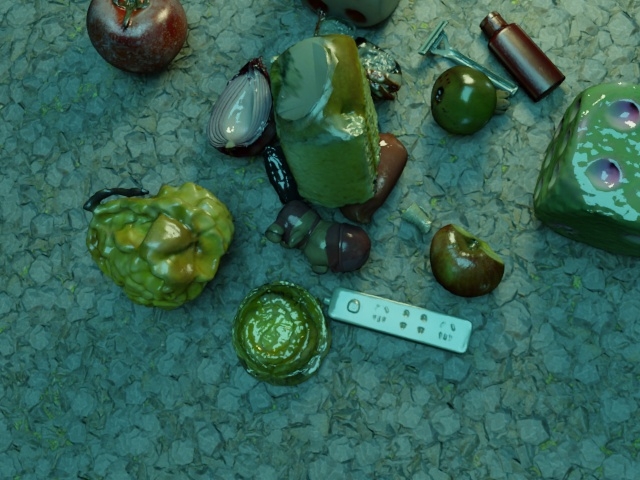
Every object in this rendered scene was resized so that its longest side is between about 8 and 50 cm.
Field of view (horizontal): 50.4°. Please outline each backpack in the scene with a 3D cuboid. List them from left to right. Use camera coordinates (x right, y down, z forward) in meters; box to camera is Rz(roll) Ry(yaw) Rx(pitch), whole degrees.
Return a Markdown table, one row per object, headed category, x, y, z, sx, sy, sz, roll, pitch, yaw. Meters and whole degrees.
| category | x | y | z | sx | sy | sz | roll | pitch | yaw |
| --- | --- | --- | --- | --- | --- | --- | --- | --- | --- |
| backpack | -0.085 | -0.177 | 1.816 | 0.120 | 0.106 | 0.165 | -12 | 95 | -15 |

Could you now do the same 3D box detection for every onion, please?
| category | x | y | z | sx | sy | sz | roll | pitch | yaw |
| --- | --- | --- | --- | --- | --- | --- | --- | --- | --- |
| onion | -0.181 | -0.354 | 1.839 | 0.227 | 0.120 | 0.283 | 13 | 83 | 35 |

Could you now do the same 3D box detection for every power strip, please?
| category | x | y | z | sx | sy | sz | roll | pitch | yaw |
| --- | --- | --- | --- | --- | --- | --- | --- | --- | --- |
| power strip | 0.190 | 0.200 | 1.731 | 0.386 | 0.062 | 0.091 | 14 | 80 | 10 |

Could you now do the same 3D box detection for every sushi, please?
| category | x | y | z | sx | sy | sz | roll | pitch | yaw |
| --- | --- | --- | --- | --- | --- | --- | --- | --- | --- |
| sushi | 0.092 | -0.493 | 1.831 | 0.332 | 0.124 | 0.130 | 38 | 78 | 11 |

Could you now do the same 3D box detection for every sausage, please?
| category | x | y | z | sx | sy | sz | roll | pitch | yaw |
| --- | --- | --- | --- | --- | --- | --- | --- | --- | --- |
| sausage | 0.131 | -0.170 | 1.760 | 0.148 | 0.148 | 0.254 | 30 | 80 | 12 |

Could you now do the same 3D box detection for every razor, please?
| category | x | y | z | sx | sy | sz | roll | pitch | yaw |
| --- | --- | --- | --- | --- | --- | --- | --- | --- | --- |
| razor | 0.406 | -0.469 | 1.820 | 0.278 | 0.056 | 0.111 | 36 | 89 | 5 |

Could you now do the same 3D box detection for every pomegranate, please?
| category | x | y | z | sx | sy | sz | roll | pitch | yaw |
| --- | --- | --- | --- | --- | --- | --- | --- | --- | --- |
| pomegranate | 0.387 | -0.352 | 1.741 | 0.211 | 0.179 | 0.179 | 16 | 83 | -1 |

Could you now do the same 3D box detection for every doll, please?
| category | x | y | z | sx | sy | sz | roll | pitch | yaw |
| --- | --- | --- | --- | --- | --- | --- | --- | --- | --- |
| doll | -0.001 | 0.003 | 1.730 | 0.256 | 0.196 | 0.152 | 22 | 120 | 14 |

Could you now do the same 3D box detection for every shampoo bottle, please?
| category | x | y | z | sx | sy | sz | roll | pitch | yaw |
| --- | --- | --- | --- | --- | --- | --- | --- | --- | --- |
| shampoo bottle | 0.523 | -0.492 | 1.794 | 0.102 | 0.064 | 0.260 | -36 | 77 | 3 |

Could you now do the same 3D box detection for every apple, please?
| category | x | y | z | sx | sy | sz | roll | pitch | yaw |
| --- | --- | --- | --- | --- | --- | --- | --- | --- | --- |
| apple | 0.354 | 0.054 | 1.674 | 0.195 | 0.173 | 0.160 | 37 | 86 | 16 |

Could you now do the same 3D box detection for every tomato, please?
| category | x | y | z | sx | sy | sz | roll | pitch | yaw |
| --- | --- | --- | --- | --- | --- | --- | --- | --- | --- |
| tomato | -0.506 | -0.588 | 1.886 | 0.271 | 0.227 | 0.270 | 2 | 66 | -4 |

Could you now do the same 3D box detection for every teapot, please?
| category | x | y | z | sx | sy | sz | roll | pitch | yaw |
| --- | --- | --- | --- | --- | --- | --- | --- | --- | --- |
| teapot | 0.258 | -0.057 | 1.771 | 0.083 | 0.057 | 0.067 | 44 | 60 | 7 |

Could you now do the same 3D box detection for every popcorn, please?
| category | x | y | z | sx | sy | sz | roll | pitch | yaw |
| --- | --- | --- | --- | --- | --- | --- | --- | --- | --- |
| popcorn | -0.408 | -0.008 | 1.711 | 0.382 | 0.349 | 0.349 | 36 | 87 | -24 |

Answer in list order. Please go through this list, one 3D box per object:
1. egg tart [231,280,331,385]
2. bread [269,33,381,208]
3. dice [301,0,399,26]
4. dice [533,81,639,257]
| category | x | y | z | sx | sy | sz | roll | pitch | yaw |
| --- | --- | --- | --- | --- | --- | --- | --- | --- | --- |
| egg tart | -0.108 | 0.239 | 1.755 | 0.279 | 0.095 | 0.278 | -1 | 82 | 9 |
| bread | 0.005 | -0.295 | 1.624 | 0.240 | 0.264 | 0.395 | -13 | 72 | 12 |
| dice | 0.094 | -0.766 | 1.782 | 0.277 | 0.304 | 0.304 | 21 | 84 | 10 |
| dice | 0.699 | -0.156 | 1.582 | 0.331 | 0.318 | 0.322 | 18 | 83 | 10 |
